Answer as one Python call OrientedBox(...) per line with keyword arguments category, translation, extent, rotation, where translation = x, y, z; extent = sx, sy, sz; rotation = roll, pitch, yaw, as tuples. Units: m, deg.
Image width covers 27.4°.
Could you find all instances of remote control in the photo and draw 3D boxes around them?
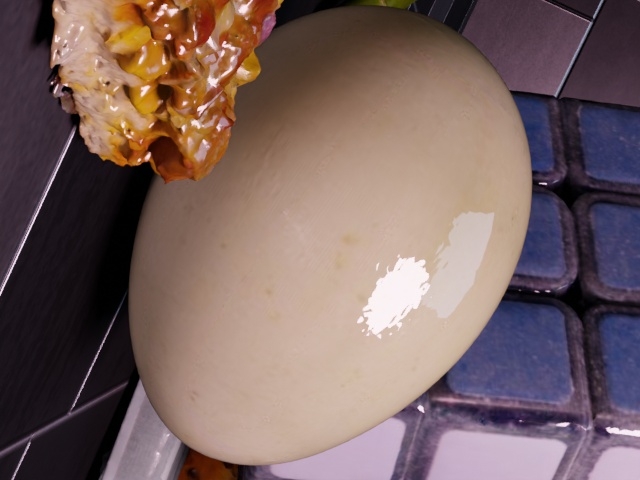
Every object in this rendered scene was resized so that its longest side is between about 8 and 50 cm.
OrientedBox(category="remote control", translation=(-0.108, 0.115, 0.933), extent=(0.104, 0.052, 0.247), rotation=(-44, 157, -79))

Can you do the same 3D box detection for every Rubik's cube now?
OrientedBox(category="Rubik's cube", translation=(0.100, 0.091, 0.952), extent=(0.304, 0.300, 0.305), rotation=(101, -5, -49))

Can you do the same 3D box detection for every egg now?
OrientedBox(category="egg", translation=(0.000, 0.000, 0.677), extent=(0.254, 0.188, 0.188), rotation=(-55, 176, 5))

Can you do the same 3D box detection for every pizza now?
OrientedBox(category="pizza", translation=(-0.047, -0.088, 0.475), extent=(0.127, 0.058, 0.246), rotation=(-61, 172, -28))

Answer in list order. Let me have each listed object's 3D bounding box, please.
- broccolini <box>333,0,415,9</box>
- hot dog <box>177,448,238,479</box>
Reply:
OrientedBox(category="broccolini", translation=(0.061, -0.219, 1.082), extent=(0.074, 0.078, 0.392), rotation=(-54, 174, 35))
OrientedBox(category="hot dog", translation=(0.012, 0.247, 1.181), extent=(0.367, 0.365, 0.196), rotation=(-77, 151, -43))
